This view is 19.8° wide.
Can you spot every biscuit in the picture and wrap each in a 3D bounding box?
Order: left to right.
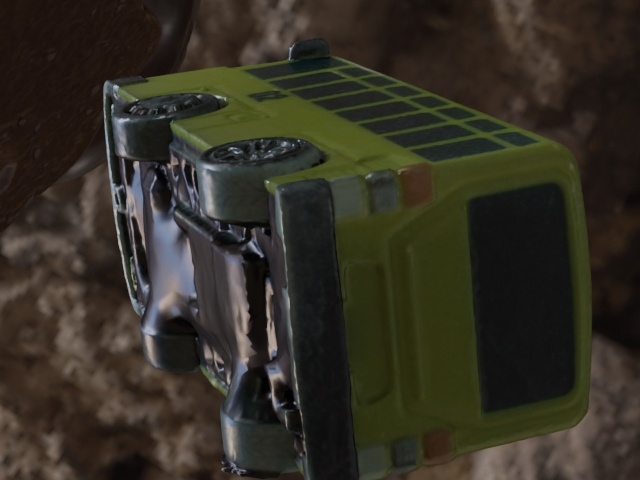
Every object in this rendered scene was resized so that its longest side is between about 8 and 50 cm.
[{"bbox_3d":[-0.198,-0.076,0.994,0.273,0.049,0.257,-43,-18,-7],"label":"biscuit"}]

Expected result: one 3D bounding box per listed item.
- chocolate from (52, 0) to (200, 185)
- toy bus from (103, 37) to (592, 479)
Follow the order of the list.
[{"bbox_3d":[-0.243,-0.201,1.230,0.331,0.383,0.384,-4,-57,-39],"label":"chocolate"},{"bbox_3d":[0.000,0.000,0.522,0.101,0.175,0.088,-12,-72,-18],"label":"toy bus"}]
